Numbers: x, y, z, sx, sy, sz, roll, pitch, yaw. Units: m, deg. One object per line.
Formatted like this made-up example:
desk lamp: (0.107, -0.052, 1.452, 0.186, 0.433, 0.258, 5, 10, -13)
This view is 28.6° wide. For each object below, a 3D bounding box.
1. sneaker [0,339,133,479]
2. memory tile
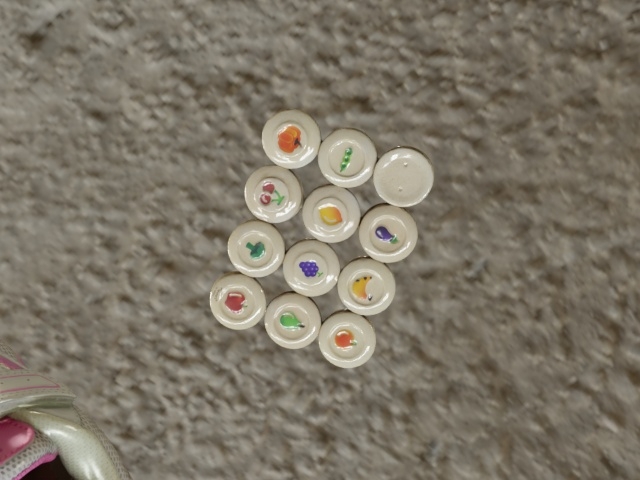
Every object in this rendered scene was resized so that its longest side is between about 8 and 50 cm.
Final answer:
sneaker: (-0.144, 0.082, 0.508, 0.252, 0.111, 0.103, 43, 63, 7)
memory tile: (0.000, 0.000, 0.781, 0.113, 0.012, 0.148, 20, 103, 5)
